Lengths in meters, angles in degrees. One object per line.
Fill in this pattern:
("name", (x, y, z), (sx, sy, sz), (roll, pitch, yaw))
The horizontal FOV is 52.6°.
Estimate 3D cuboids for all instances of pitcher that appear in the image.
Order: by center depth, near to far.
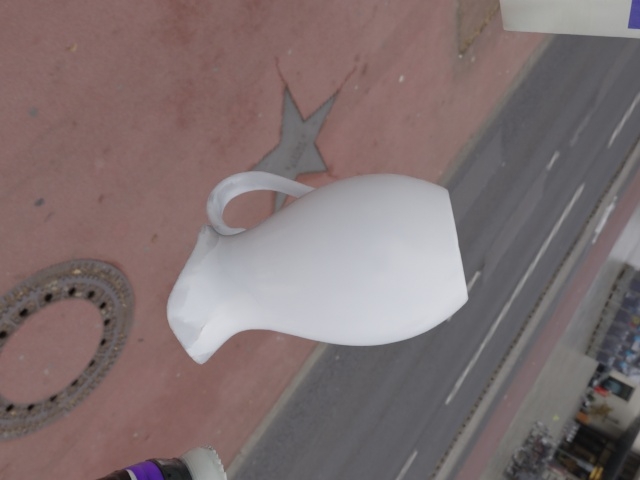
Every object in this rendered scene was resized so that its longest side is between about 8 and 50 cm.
("pitcher", (0.000, 0.000, 0.506), (0.125, 0.207, 0.177), (65, 19, -51))

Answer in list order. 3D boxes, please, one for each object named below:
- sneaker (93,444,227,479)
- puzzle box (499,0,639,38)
("sneaker", (-0.158, 0.274, 0.460), (0.146, 0.102, 0.293), (-2, 117, -32))
("puzzle box", (0.224, -0.256, 0.355), (0.409, 0.272, 0.052), (49, 56, -62))
